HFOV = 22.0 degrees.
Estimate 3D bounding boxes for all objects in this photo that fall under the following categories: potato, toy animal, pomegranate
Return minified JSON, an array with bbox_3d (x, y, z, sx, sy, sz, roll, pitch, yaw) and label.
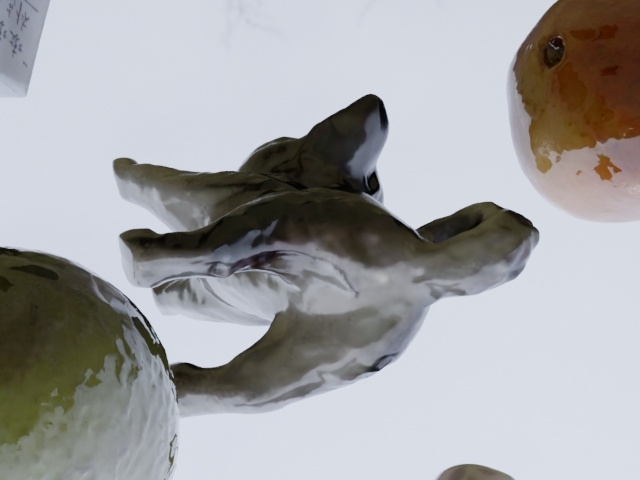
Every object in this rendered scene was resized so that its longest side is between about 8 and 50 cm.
[{"bbox_3d":[-0.138,0.095,0.677,0.174,0.159,0.251,-15,165,0],"label":"potato"},{"bbox_3d":[0.000,0.000,1.313,0.303,0.194,0.344,-15,-159,-3],"label":"toy animal"},{"bbox_3d":[0.255,-0.120,1.365,0.209,0.209,0.209,-7,-152,4],"label":"pomegranate"}]

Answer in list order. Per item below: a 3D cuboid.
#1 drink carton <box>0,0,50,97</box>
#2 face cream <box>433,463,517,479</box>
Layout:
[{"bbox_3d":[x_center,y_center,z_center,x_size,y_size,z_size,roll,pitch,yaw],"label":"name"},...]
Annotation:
[{"bbox_3d":[-0.227,-0.210,1.011,0.102,0.134,0.222,1,-113,17],"label":"drink carton"},{"bbox_3d":[0.073,0.320,1.236,0.102,0.102,0.345,5,-128,25],"label":"face cream"}]
